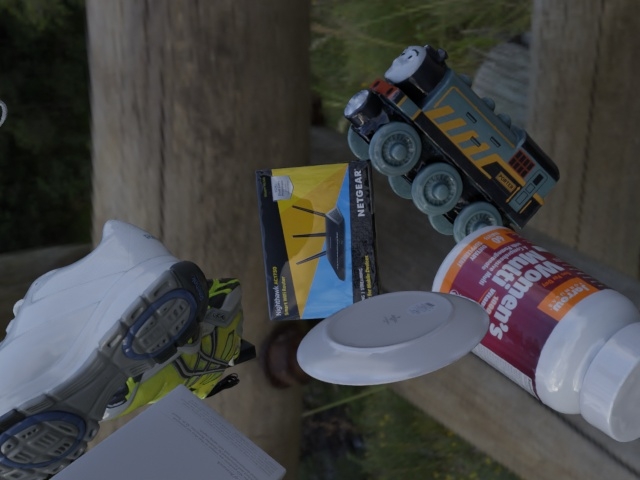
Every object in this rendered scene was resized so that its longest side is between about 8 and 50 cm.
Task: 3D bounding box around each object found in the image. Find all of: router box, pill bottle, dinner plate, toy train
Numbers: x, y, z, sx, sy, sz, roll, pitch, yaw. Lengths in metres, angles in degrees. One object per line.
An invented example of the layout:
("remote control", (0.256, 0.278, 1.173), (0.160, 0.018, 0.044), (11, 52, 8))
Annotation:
("router box", (0.000, 0.000, 1.314), (0.133, 0.046, 0.179), (-5, 97, 9))
("pill bottle", (0.214, 0.082, 1.031), (0.221, 0.121, 0.121), (35, 126, 44))
("dinner plate", (0.050, 0.063, 0.809), (0.141, 0.141, 0.017), (14, 122, 50))
("toy train", (0.188, -0.126, 1.614), (0.190, 0.334, 0.142), (-48, 22, 1))

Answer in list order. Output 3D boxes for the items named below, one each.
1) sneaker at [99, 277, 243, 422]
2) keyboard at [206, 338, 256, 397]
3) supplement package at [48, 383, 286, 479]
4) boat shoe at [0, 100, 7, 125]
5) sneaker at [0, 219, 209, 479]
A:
("sneaker", (-0.210, 0.181, 1.658), (0.145, 0.384, 0.147), (-3, 108, 29))
("keyboard", (-0.248, 0.230, 1.997), (0.201, 0.317, 0.033), (28, 123, 41))
("supplement package", (-0.207, 0.329, 1.281), (0.175, 0.293, 0.177), (38, 120, 11))
("boat shoe", (-0.511, -0.211, 1.567), (0.135, 0.156, 0.367), (-27, 40, 20))
("sneaker", (-0.237, 0.106, 1.010), (0.129, 0.297, 0.111), (43, 171, 36))
